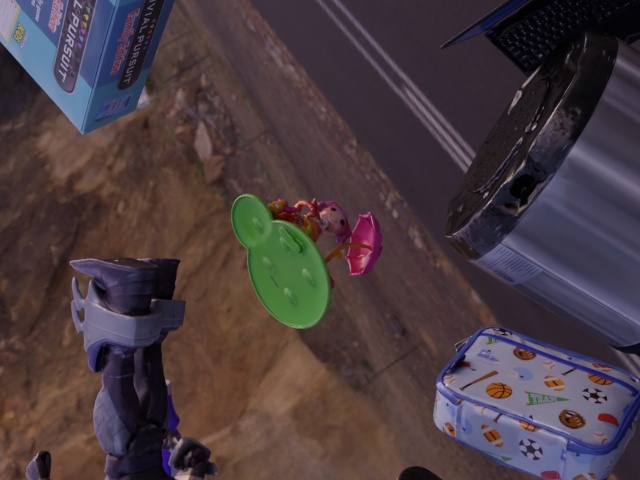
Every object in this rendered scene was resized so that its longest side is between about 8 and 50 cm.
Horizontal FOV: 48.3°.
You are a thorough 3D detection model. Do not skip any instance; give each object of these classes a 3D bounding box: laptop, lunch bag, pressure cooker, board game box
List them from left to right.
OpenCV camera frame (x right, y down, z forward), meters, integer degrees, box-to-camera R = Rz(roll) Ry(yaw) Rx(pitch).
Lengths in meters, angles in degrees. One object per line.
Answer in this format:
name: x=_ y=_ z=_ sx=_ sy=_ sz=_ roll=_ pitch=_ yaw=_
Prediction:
board game box: x=-0.286 y=-0.311 z=0.691 sx=0.336 sy=0.079 sz=0.254 roll=47 pitch=140 yaw=5
lunch bag: x=0.341 y=0.250 z=1.142 sx=0.303 sy=0.243 sz=0.115 roll=20 pitch=126 yaw=33
laptop: x=0.352 y=-0.306 z=1.042 sx=0.264 sy=0.234 sz=0.137 roll=33 pitch=-130 yaw=-29
pressure cooker: x=0.431 y=-0.039 z=1.001 sx=0.420 sy=0.376 sz=0.370 roll=31 pitch=-161 yaw=-1

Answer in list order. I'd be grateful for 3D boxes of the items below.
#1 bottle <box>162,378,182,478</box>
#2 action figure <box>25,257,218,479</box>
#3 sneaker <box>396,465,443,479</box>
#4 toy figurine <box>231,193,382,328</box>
bottle: x=-0.296 y=0.392 z=1.271 sx=0.118 sy=0.092 sz=0.283 roll=1 pitch=94 yaw=36
action figure: x=-0.154 y=0.157 z=0.584 sx=0.185 sy=0.099 sz=0.285 roll=7 pitch=-98 yaw=-68
sneaker: x=0.119 y=0.481 z=1.107 sx=0.123 sy=0.178 sz=0.295 roll=35 pitch=-165 yaw=14
toy figurine: x=0.000 y=0.000 z=0.863 sx=0.173 sy=0.159 sz=0.130 roll=54 pitch=135 yaw=13
